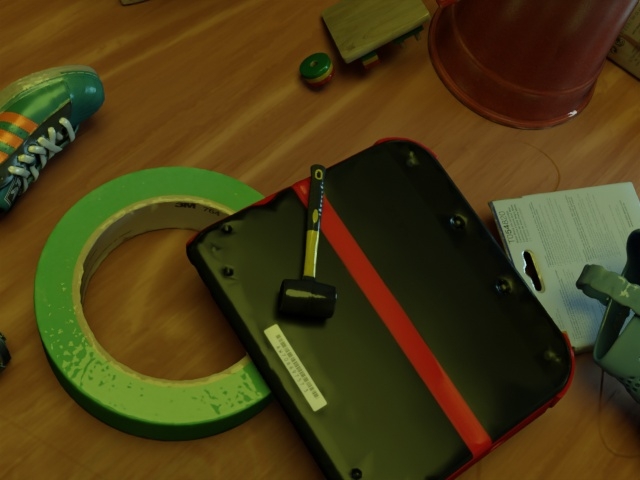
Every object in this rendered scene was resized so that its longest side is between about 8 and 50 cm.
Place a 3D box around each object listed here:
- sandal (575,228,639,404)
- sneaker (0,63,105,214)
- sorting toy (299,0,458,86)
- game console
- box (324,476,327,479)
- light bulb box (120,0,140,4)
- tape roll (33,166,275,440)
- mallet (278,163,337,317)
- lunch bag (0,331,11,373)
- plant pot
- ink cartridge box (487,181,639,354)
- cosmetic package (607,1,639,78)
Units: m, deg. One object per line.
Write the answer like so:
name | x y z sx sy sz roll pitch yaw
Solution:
sandal | 0.390 0.134 1.074 0.138 0.126 0.317 -10 88 -9
sneaker | -0.377 -0.096 1.070 0.302 0.108 0.121 -34 76 -16
sorting toy | 0.090 -0.314 1.273 0.274 0.046 0.132 -27 45 7
game console | 0.080 0.084 1.033 0.342 0.060 0.386 -29 76 -22
box | 0.047 0.306 0.969 0.094 0.027 0.137 14 38 -5
light bulb box | -0.233 -0.588 1.198 0.225 0.358 0.361 -21 71 -19
tape roll | -0.167 0.069 1.044 0.321 0.077 0.321 5 63 -10
mallet | 0.000 0.000 1.000 0.062 0.039 0.190 16 61 -6
lunch bag | -0.387 0.115 0.978 0.098 0.067 0.065 35 63 5
plant pot | 0.320 -0.342 1.245 0.272 0.265 0.272 5 63 -10
ink cartridge box | 0.348 0.037 1.186 0.224 0.045 0.223 -7 66 -15
cosmetic package | 0.604 -0.281 1.352 0.296 0.129 0.153 38 61 9
